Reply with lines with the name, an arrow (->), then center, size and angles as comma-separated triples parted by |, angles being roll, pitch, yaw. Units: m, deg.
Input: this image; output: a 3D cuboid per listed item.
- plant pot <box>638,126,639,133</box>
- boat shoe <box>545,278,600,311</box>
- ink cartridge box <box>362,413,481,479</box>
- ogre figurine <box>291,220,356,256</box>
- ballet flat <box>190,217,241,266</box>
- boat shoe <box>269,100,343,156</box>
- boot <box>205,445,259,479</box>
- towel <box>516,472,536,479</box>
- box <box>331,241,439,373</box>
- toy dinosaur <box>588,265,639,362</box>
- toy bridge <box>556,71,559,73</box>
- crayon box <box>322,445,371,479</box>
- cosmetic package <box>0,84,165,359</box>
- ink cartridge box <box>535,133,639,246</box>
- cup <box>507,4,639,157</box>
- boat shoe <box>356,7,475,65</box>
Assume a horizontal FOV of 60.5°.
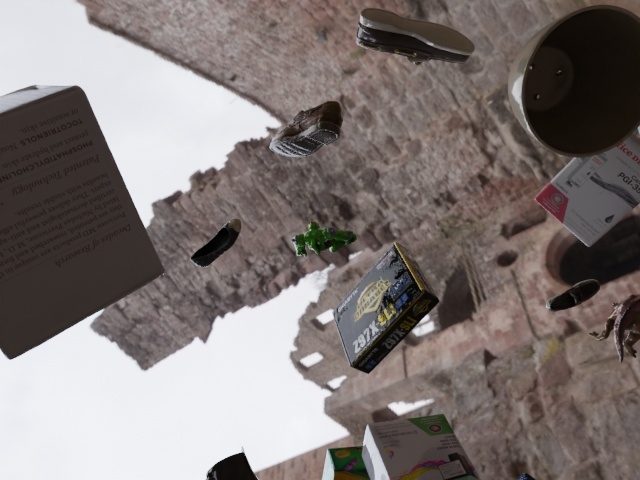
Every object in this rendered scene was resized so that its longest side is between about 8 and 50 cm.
plant pot -> 1.062, -0.381, 1.579 | 0.235, 0.293, 0.293 | -46, -70, -18
boat shoe -> 0.697, 0.157, 1.506 | 0.056, 0.152, 0.049 | 58, -166, 4
ink cartridge box -> 0.232, 0.534, 1.207 | 0.201, 0.117, 0.278 | -3, -151, -15
ogre figurine -> 0.000, 0.000, 1.663 | 0.118, 0.197, 0.097 | 37, -117, -61
ballet flat -> -0.270, 0.007, 1.439 | 0.049, 0.173, 0.057 | 26, -157, -53
boat shoe -> -0.038, -0.332, 1.655 | 0.110, 0.307, 0.104 | 21, -108, -38
boot -> -0.176, 0.425, 0.852 | 0.198, 0.077, 0.137 | -18, -128, -27
towel -> 0.521, 0.663, 1.432 | 0.067, 0.119, 0.029 | 38, -159, 7
box -> 0.184, 0.200, 1.650 | 0.079, 0.322, 0.257 | 30, -159, -29
toy dinosaur -> 0.790, 0.168, 1.356 | 0.295, 0.200, 0.127 | -27, -126, -33
toy bridge -> 0.703, -0.448, 1.672 | 0.188, 0.026, 0.063 | 51, -150, -68
crayon box -> 0.088, 0.680, 1.475 | 0.165, 0.278, 0.081 | 1, -154, -14
cosmetic package -> -0.577, -0.059, 1.064 | 0.327, 0.329, 0.394 | -33, -57, -30
ink cartridge box -> 0.776, -0.156, 1.513 | 0.207, 0.283, 0.117 | 46, -148, 16
cup -> 0.596, -0.387, 1.340 | 0.331, 0.331, 0.237 | 50, -173, -19
boat shoe -> 0.257, -0.546, 1.516 | 0.324, 0.097, 0.117 | 17, -134, 3
